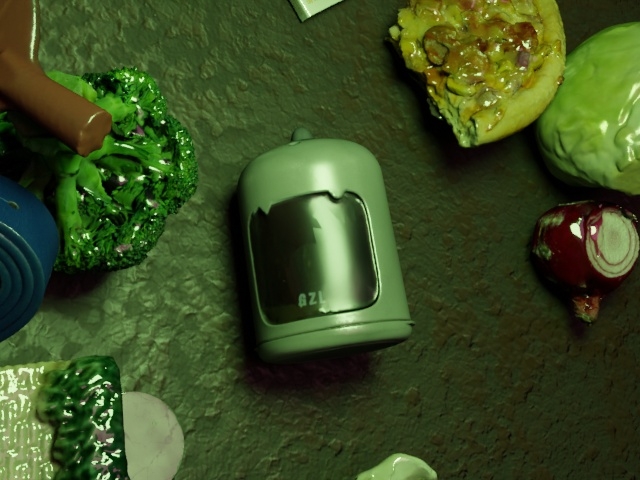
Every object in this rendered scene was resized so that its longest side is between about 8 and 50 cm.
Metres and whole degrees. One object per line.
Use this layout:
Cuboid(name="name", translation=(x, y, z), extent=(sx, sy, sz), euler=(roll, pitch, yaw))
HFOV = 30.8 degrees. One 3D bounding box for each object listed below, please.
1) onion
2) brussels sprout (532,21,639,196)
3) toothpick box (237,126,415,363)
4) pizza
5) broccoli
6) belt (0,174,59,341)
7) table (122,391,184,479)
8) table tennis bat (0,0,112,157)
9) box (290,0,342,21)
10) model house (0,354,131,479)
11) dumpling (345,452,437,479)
Cuboid(name="onion", translation=(0.405, 0.033, 1.825), extent=(0.173, 0.135, 0.198), euler=(10, 88, -28))
Cuboid(name="brussels sprout", translation=(0.471, -0.194, 1.824), extent=(0.243, 0.274, 0.316), euler=(41, 56, -32))
Cuboid(name="toothpick box", translation=(0.000, 0.000, 1.579), extent=(0.229, 0.229, 0.316), euler=(-3, 78, -28))
Cuboid(name="pizza", translation=(0.245, -0.306, 1.775), extent=(0.278, 0.114, 0.409), euler=(21, 53, 5))
Cuboid(name="broccoli", translation=(-0.309, -0.101, 1.399), extent=(0.298, 0.297, 0.297), euler=(-3, 68, 6))
Cuboid(name="belt", translation=(-0.468, 0.031, 1.272), extent=(0.347, 0.117, 0.212), euler=(-9, 118, 2))
Cuboid(name="table", translation=(-0.243, 0.260, 1.473), extent=(0.133, 0.043, 0.133), euler=(7, 75, -26))
Cuboid(name="table tennis bat", translation=(-0.398, -0.216, 1.260), extent=(0.415, 0.051, 0.268), euler=(32, 90, 16))
Cuboid(name="box", translation=(-0.035, -0.451, 1.758), extent=(0.122, 0.032, 0.220), euler=(-33, 94, -29))
Cuboid(name="model house", translation=(-0.375, 0.287, 1.289), extent=(0.284, 0.243, 0.298), euler=(1, 77, -25))
Cuboid(name="dumpling", translation=(0.078, 0.445, 1.554), extent=(0.243, 0.187, 0.318), euler=(32, 68, -61))
